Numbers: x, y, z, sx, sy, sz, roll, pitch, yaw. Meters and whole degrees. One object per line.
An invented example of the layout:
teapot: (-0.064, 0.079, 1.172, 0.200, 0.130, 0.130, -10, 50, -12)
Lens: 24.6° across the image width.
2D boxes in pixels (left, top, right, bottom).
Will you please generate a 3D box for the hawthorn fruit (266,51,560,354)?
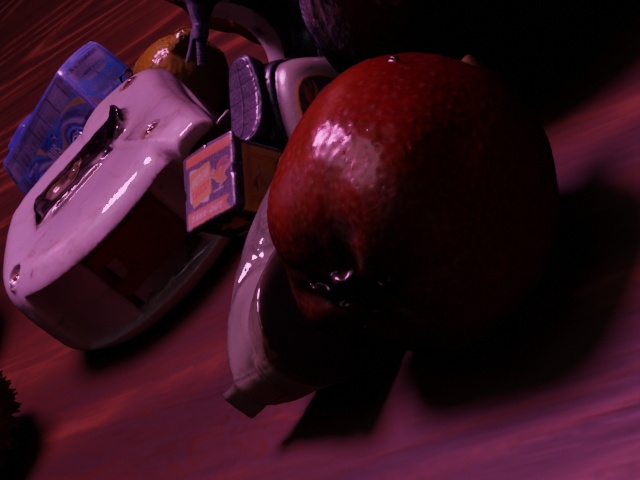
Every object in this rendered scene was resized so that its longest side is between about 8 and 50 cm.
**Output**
hawthorn fruit: (0.061, -0.029, 0.850, 0.169, 0.169, 0.188, -17, 30, 50)

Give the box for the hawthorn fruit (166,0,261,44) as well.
hawthorn fruit: (-0.026, -0.292, 1.316, 0.284, 0.284, 0.284, -38, 24, 21)

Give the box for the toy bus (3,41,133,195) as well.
toy bus: (-0.268, -0.121, 1.588, 0.079, 0.094, 0.236, -42, 0, -37)

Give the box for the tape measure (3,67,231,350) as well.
tape measure: (-0.163, -0.034, 1.279, 0.265, 0.130, 0.258, -47, 25, 1)

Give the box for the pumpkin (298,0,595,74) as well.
pumpkin: (0.096, -0.200, 1.029, 0.233, 0.163, 0.233, -24, 17, 8)

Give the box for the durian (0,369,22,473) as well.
durian: (-0.315, 0.175, 1.262, 0.146, 0.102, 0.208, -54, 1, -22)

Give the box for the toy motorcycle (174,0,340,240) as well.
toy motorcycle: (-0.036, -0.128, 1.110, 0.091, 0.157, 0.263, -26, 63, 44)

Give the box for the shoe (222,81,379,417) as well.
shoe: (0.000, 0.000, 0.980, 0.098, 0.103, 0.275, -45, 16, 44)

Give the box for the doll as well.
doll: (-0.181, -0.128, 1.455, 0.209, 0.137, 0.097, -38, 65, 8)
